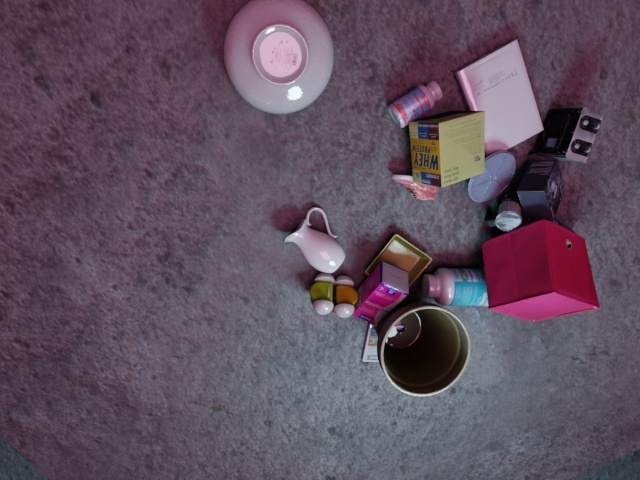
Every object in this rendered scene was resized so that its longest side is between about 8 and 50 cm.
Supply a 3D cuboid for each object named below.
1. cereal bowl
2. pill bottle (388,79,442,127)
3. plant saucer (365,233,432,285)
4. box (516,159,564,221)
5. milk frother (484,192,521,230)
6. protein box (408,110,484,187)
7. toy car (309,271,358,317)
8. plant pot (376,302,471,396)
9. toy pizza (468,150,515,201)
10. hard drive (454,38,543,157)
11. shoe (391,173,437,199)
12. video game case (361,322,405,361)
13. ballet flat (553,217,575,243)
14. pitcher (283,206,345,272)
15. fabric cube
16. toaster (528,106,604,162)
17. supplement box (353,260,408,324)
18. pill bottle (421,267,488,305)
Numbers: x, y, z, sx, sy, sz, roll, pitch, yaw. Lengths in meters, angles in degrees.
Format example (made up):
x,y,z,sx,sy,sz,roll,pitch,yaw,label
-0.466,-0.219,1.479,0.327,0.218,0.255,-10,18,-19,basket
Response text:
x,y,z,sx,sy,sz,roll,pitch,yaw,label
-0.120,-0.541,1.227,0.340,0.141,0.338,-2,111,-6,cereal bowl
0.306,-0.442,1.350,0.160,0.087,0.087,-33,112,6,pill bottle
0.291,0.086,1.584,0.188,0.045,0.188,33,105,-18,plant saucer
0.772,-0.173,1.463,0.158,0.093,0.156,-56,129,-23,box
0.683,-0.073,1.517,0.143,0.134,0.129,44,132,-9,milk frother
0.412,-0.301,1.361,0.200,0.136,0.200,-21,115,-25,protein box
0.042,0.214,1.566,0.182,0.159,0.136,10,146,-12,toy car
0.341,0.361,1.556,0.324,0.280,0.322,-1,97,-8,plant pot
0.601,-0.228,1.483,0.202,0.032,0.201,-15,131,-18,toy pizza
0.602,-0.466,1.404,0.211,0.040,0.318,-28,112,5,hard drive
0.328,-0.187,1.468,0.178,0.063,0.081,4,106,-14,shoe
0.283,0.424,1.732,0.202,0.023,0.183,5,111,-8,video game case
0.872,-0.054,1.588,0.241,0.091,0.077,36,126,-15,ballet flat
0.000,0.000,1.480,0.207,0.125,0.177,40,87,-8,pitcher
0.759,0.116,1.467,0.254,0.257,0.259,18,151,-26,fabric cube
0.831,-0.353,1.416,0.110,0.185,0.167,12,102,-14,toaster
0.216,0.195,1.540,0.111,0.113,0.220,23,133,-12,supplement box
0.525,0.177,1.596,0.265,0.146,0.146,2,112,-9,pill bottle
